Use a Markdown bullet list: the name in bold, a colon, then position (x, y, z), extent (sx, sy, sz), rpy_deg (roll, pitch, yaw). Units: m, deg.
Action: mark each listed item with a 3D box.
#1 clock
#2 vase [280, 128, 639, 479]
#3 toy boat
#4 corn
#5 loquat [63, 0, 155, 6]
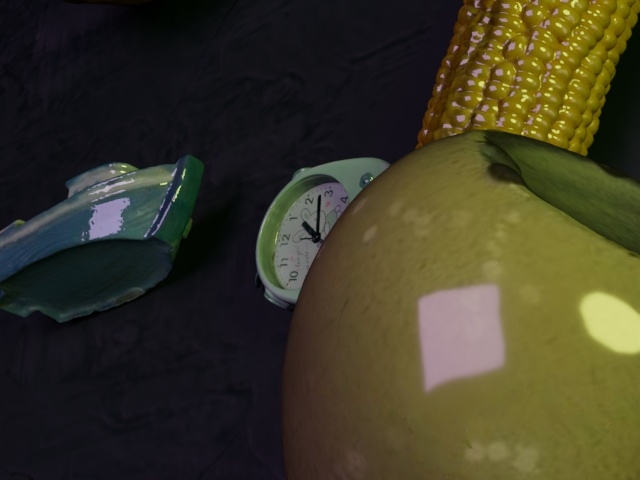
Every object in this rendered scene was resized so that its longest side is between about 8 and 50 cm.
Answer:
- **clock**: position (0.000, 0.000, 0.990), extent (0.135, 0.041, 0.101), rpy_deg (-1, 70, 46)
- **vase**: position (0.111, 0.137, 0.702), extent (0.329, 0.241, 0.302), rpy_deg (34, 109, 23)
- **toy boat**: position (-0.165, -0.017, 1.131), extent (0.215, 0.088, 0.102), rpy_deg (-22, 52, 38)
- **corn**: position (0.112, -0.080, 0.879), extent (0.101, 0.101, 0.310), rpy_deg (17, 85, 48)
- **loquat**: position (-0.165, -0.282, 1.185), extent (0.208, 0.208, 0.208), rpy_deg (-22, 55, 36)
